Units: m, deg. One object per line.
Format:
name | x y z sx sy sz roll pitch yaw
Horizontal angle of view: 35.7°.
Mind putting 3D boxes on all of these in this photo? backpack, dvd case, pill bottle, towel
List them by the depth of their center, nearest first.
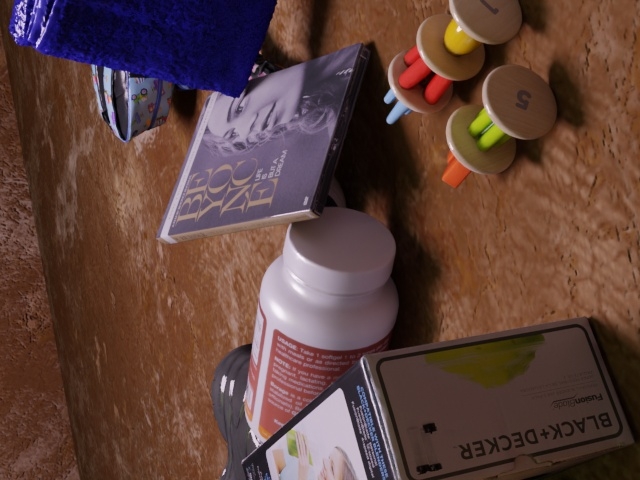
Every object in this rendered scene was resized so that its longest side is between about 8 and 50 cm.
towel | -0.124 -0.275 0.830 0.076 0.228 0.308 -106 33 -54
pill bottle | 0.002 0.083 0.877 0.121 0.121 0.216 -124 34 -43
dvd case | -0.057 -0.083 0.893 0.221 0.018 0.164 -9 57 47
backpack | -0.234 -0.220 1.295 0.158 0.117 0.173 38 131 56

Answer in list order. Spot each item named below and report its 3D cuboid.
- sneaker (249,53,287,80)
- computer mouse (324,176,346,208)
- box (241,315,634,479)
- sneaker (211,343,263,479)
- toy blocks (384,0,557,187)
sneaker | -0.054 -0.156 1.002 0.178 0.072 0.077 60 138 23
computer mouse | 0.000 0.000 0.954 0.106 0.042 0.193 -116 23 -43
box | 0.065 0.152 0.712 0.290 0.169 0.087 127 132 -60
sneaker | -0.054 0.263 1.095 0.130 0.109 0.286 9 108 58
toy blocks | 0.092 -0.094 0.696 0.148 0.054 0.123 134 123 -61
